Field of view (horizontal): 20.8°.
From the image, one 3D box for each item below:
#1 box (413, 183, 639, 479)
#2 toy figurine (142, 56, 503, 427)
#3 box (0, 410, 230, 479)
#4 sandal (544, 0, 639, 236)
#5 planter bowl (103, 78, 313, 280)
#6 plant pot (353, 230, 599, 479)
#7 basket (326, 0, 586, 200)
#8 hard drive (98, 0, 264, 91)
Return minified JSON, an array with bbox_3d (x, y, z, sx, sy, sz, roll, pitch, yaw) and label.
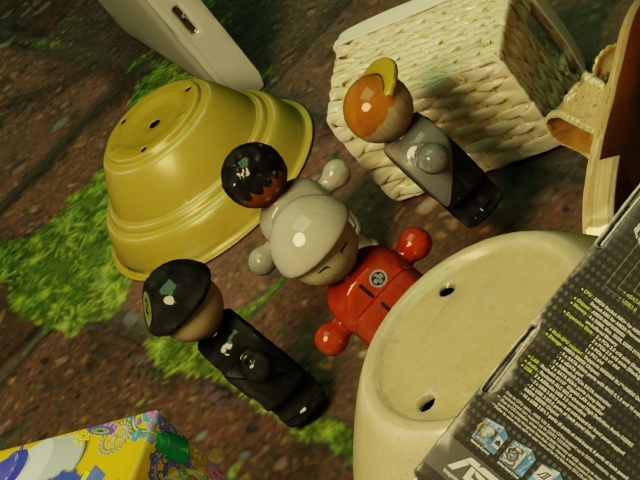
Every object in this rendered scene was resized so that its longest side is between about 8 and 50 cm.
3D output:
[{"bbox_3d":[0.210,0.102,0.742,0.216,0.270,0.060,-53,-14,6],"label":"box"},{"bbox_3d":[0.000,0.000,1.195,0.213,0.148,0.209,-26,31,44],"label":"toy figurine"},{"bbox_3d":[-0.188,0.289,1.031,0.279,0.177,0.290,-18,37,34],"label":"box"},{"bbox_3d":[0.185,-0.075,1.181,0.079,0.088,0.240,-10,47,32],"label":"sandal"},{"bbox_3d":[-0.121,-0.075,1.512,0.217,0.090,0.217,-28,32,19],"label":"planter bowl"},{"bbox_3d":[0.126,0.106,0.911,0.284,0.191,0.284,-28,32,20],"label":"plant pot"},{"bbox_3d":[0.098,-0.112,1.303,0.167,0.113,0.103,-18,41,32],"label":"basket"},{"bbox_3d":[-0.181,-0.247,1.687,0.040,0.203,0.307,-44,31,-6],"label":"hard drive"}]
